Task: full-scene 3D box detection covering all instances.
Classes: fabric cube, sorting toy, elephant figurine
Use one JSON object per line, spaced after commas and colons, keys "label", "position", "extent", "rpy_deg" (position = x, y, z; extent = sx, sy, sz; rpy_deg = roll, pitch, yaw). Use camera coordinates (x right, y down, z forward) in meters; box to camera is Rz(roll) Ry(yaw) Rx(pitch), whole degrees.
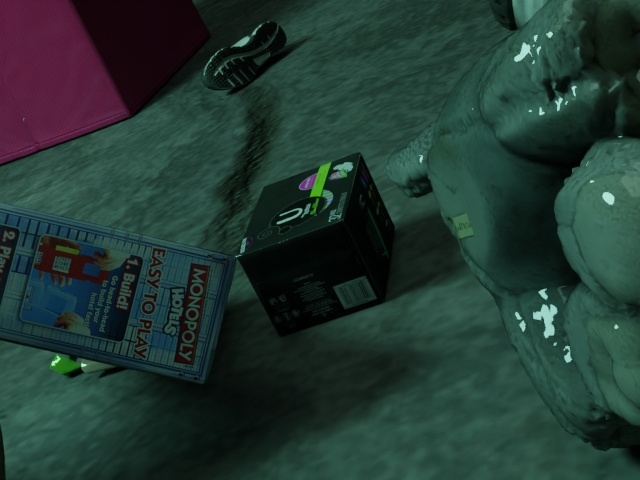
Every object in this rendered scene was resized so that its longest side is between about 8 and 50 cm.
{"label": "fabric cube", "position": [-0.323, -0.262, 1.279], "extent": [0.259, 0.258, 0.254], "rpy_deg": [-16, 25, 25]}
{"label": "sorting toy", "position": [-0.115, 0.055, 0.658], "extent": [0.083, 0.012, 0.062], "rpy_deg": [-15, 29, 18]}
{"label": "elephant figurine", "position": [0.173, -0.033, 0.390], "extent": [0.239, 0.186, 0.169], "rpy_deg": [-21, -23, -13]}

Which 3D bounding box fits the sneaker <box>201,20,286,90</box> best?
{"label": "sneaker", "position": [-0.078, -0.172, 1.105], "extent": [0.109, 0.040, 0.044], "rpy_deg": [-40, 9, -38]}

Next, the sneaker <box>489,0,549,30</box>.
{"label": "sneaker", "position": [0.264, -0.225, 0.743], "extent": [0.147, 0.145, 0.385], "rpy_deg": [23, 50, 32]}

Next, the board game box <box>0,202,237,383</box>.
{"label": "board game box", "position": [-0.124, 0.024, 0.548], "extent": [0.194, 0.060, 0.194], "rpy_deg": [12, -7, 14]}

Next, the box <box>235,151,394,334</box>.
{"label": "box", "position": [0.000, 0.000, 0.599], "extent": [0.062, 0.052, 0.083], "rpy_deg": [-19, 24, 17]}

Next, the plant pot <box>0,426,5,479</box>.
{"label": "plant pot", "position": [-0.242, 0.106, 0.473], "extent": [0.180, 0.201, 0.201], "rpy_deg": [-5, 26, 10]}
